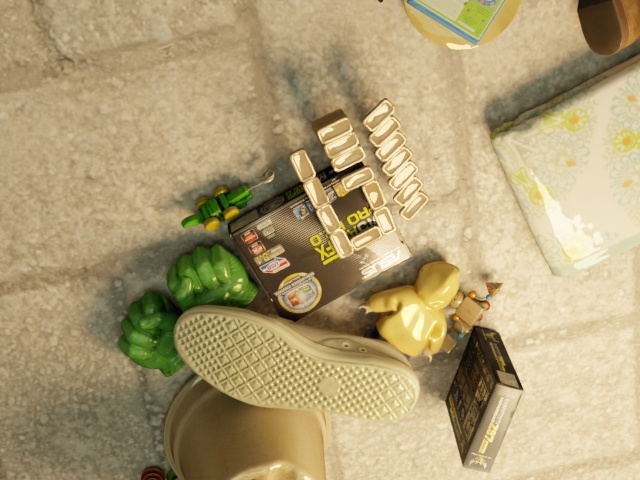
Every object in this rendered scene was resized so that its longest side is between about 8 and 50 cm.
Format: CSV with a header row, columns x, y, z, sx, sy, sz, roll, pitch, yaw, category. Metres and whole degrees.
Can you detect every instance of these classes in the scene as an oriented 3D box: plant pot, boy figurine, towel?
x,y,z,sx,sy,sz,roll,pitch,yaw,category
-0.117,0.429,1.738,0.333,0.305,0.334,-3,110,-9,plant pot
0.158,0.150,1.786,0.177,0.092,0.285,31,104,-8,boy figurine
0.532,-0.142,1.717,0.374,0.090,0.321,-28,110,5,towel

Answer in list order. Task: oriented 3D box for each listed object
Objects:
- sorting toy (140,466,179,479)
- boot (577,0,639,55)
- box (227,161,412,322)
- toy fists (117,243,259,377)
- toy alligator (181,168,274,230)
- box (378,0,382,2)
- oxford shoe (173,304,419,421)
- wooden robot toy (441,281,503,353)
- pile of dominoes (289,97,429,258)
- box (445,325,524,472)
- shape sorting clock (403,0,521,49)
x,y,z,sx,sy,sz,roll,pitch,yaw,category
-0.309,0.488,1.895,0.101,0.042,0.061,4,112,-9,sorting toy
0.480,-0.473,1.583,0.115,0.112,0.305,-27,111,-29,boot
0.000,0.000,1.712,0.270,0.060,0.216,-29,114,2,box
-0.250,0.126,1.725,0.279,0.096,0.142,-43,110,12,toy fists
-0.157,-0.065,1.683,0.189,0.056,0.051,-29,155,4,toy alligator
0.047,-0.590,1.335,0.293,0.212,0.395,-44,88,12,box
-0.042,0.213,1.704,0.449,0.130,0.169,14,112,-4,oxford shoe
0.272,0.129,1.820,0.079,0.076,0.173,39,106,17,wooden robot toy
0.070,-0.111,1.639,0.195,0.040,0.251,-27,123,0,pile of dominoes
0.304,0.295,1.787,0.059,0.233,0.184,16,109,-7,box
0.238,-0.424,1.585,0.206,0.040,0.206,-1,110,-3,shape sorting clock
